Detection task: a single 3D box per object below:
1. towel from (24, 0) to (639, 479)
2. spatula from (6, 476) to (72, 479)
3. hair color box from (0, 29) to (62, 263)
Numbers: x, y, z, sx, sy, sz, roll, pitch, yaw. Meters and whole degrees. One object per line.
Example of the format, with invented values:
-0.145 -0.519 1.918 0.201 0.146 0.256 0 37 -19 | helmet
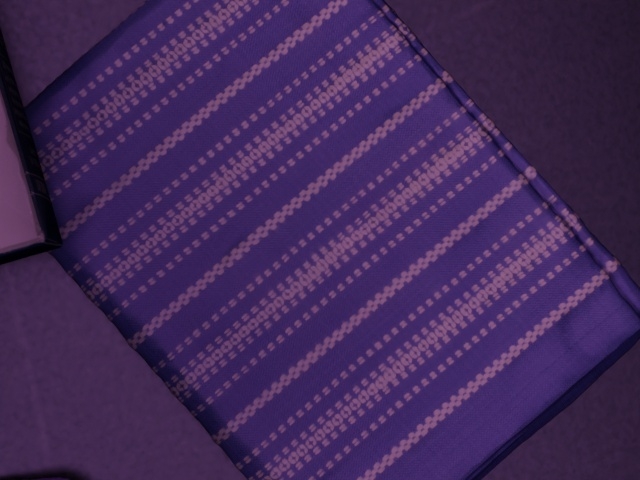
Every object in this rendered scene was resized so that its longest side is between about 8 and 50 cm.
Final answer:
0.000 0.000 1.002 0.243 0.040 0.336 -41 92 -4 | towel
-0.264 0.181 0.967 0.296 0.030 0.084 -3 89 -6 | spatula
-0.268 -0.139 0.922 0.174 0.105 0.347 -16 90 -3 | hair color box
